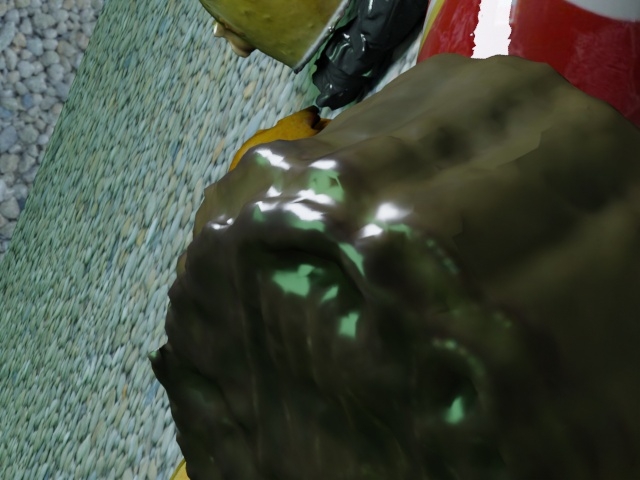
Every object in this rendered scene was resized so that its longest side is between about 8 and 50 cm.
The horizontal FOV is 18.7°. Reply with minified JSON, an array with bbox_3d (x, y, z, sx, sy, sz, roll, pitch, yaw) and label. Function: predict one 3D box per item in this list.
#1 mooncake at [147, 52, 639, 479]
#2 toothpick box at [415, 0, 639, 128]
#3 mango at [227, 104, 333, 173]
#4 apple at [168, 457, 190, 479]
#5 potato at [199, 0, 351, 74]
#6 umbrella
[{"bbox_3d":[0.067,0.081,0.980,0.187,0.324,0.324,-29,-8,-34],"label":"mooncake"},{"bbox_3d":[0.170,-0.164,1.161,0.204,0.204,0.333,-37,37,59],"label":"toothpick box"},{"bbox_3d":[0.000,0.000,1.559,0.201,0.152,0.287,-58,21,17],"label":"mango"},{"bbox_3d":[-0.071,0.232,1.572,0.146,0.146,0.146,-56,22,36],"label":"apple"},{"bbox_3d":[-0.025,-0.336,1.873,0.300,0.196,0.246,-63,12,-29],"label":"potato"},{"bbox_3d":[0.058,-0.206,1.781,0.236,0.059,0.066,-50,43,49],"label":"umbrella"}]
